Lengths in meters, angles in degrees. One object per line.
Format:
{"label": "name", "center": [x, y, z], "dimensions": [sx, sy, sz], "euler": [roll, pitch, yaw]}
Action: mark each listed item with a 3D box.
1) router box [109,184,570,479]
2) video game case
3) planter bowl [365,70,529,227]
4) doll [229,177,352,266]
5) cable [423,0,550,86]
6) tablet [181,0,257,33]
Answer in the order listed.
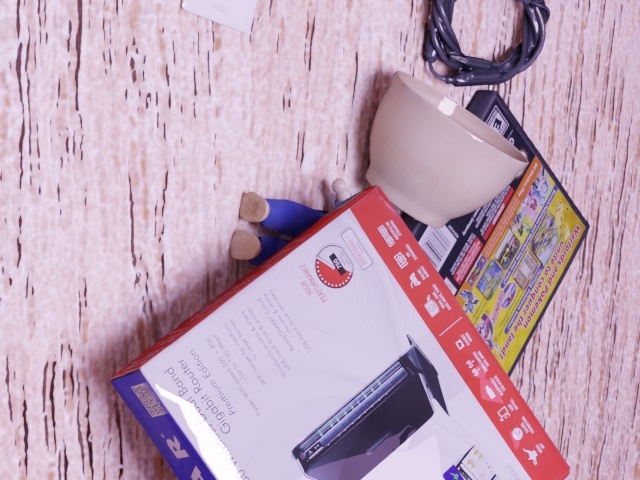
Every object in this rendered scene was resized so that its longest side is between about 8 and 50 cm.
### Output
{"label": "router box", "center": [0.027, 0.171, 1.323], "dimensions": [0.301, 0.082, 0.335], "euler": [-38, 97, -29]}
{"label": "video game case", "center": [0.180, 0.016, 1.618], "dimensions": [0.248, 0.035, 0.275], "euler": [48, 63, -37]}
{"label": "planter bowl", "center": [0.114, -0.081, 1.470], "dimensions": [0.162, 0.162, 0.109], "euler": [21, 109, -43]}
{"label": "doll", "center": [0.000, 0.000, 1.435], "dimensions": [0.189, 0.046, 0.129], "euler": [17, 86, -43]}
{"label": "cable", "center": [0.180, -0.243, 1.574], "dimensions": [0.184, 0.047, 0.150], "euler": [-10, 99, -40]}
{"label": "tablet", "center": [-0.091, -0.228, 1.339], "dimensions": [0.083, 0.006, 0.054], "euler": [14, 86, -44]}
